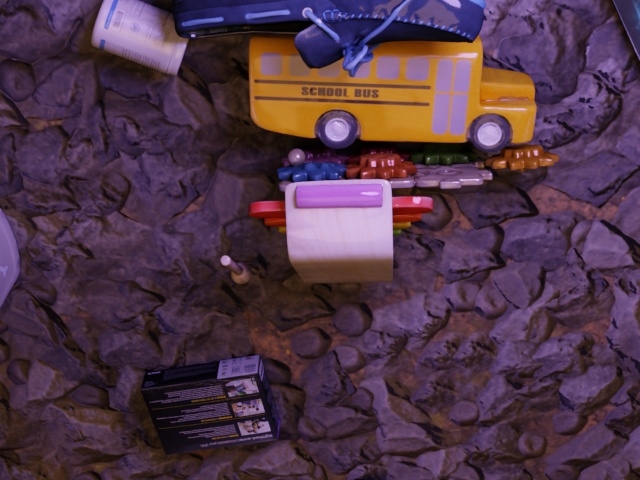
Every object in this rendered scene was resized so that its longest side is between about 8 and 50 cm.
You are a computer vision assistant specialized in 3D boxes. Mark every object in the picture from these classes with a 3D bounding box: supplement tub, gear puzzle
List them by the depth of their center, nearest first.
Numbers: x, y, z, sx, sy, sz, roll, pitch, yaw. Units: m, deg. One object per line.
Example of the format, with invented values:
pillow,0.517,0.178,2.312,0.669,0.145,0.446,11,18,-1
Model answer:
supplement tub,-0.210,-0.244,1.241,0.107,0.071,0.071,20,120,-11
gear puzzle,0.118,-0.098,1.264,0.338,0.175,0.044,-2,104,3

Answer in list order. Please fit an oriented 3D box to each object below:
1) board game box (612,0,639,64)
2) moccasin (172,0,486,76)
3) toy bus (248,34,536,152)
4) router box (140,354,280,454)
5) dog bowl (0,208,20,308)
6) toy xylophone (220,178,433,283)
board game box,0.403,-0.290,1.219,0.126,0.026,0.186,-26,117,16
moccasin,0.004,-0.236,1.130,0.341,0.137,0.117,12,88,20
toy bus,0.085,-0.185,1.245,0.332,0.108,0.130,1,117,1
router box,-0.161,0.244,1.552,0.178,0.046,0.133,-9,121,7
dog bowl,-0.588,0.037,1.407,0.348,0.102,0.349,0,122,1
toy xylophone,0.000,0.000,1.256,0.236,0.323,0.081,0,81,-4
